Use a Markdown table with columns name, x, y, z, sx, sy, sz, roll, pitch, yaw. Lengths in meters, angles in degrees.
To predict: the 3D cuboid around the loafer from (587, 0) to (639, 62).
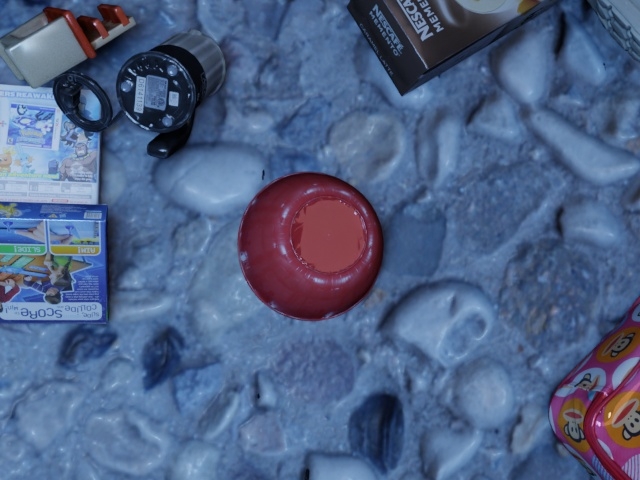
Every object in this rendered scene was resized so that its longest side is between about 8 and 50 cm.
| name | x | y | z | sx | sy | sz | roll | pitch | yaw |
| --- | --- | --- | --- | --- | --- | --- | --- | --- | --- |
| loafer | 0.364 | -0.368 | 0.951 | 0.111 | 0.112 | 0.319 | -35 | 76 | 8 |

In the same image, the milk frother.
| name | x | y | z | sx | sy | sz | roll | pitch | yaw |
| --- | --- | --- | --- | --- | --- | --- | --- | --- | --- |
| milk frother | -0.195 | -0.172 | 0.821 | 0.143 | 0.135 | 0.129 | 28 | 114 | -6 |

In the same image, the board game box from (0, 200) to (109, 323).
| name | x | y | z | sx | sy | sz | roll | pitch | yaw |
| --- | --- | --- | --- | --- | --- | --- | --- | --- | --- |
| board game box | -0.324 | 0.025 | 0.778 | 0.201 | 0.035 | 0.136 | 2 | 123 | -12 |

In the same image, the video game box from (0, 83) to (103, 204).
| name | x | y | z | sx | sy | sz | roll | pitch | yaw |
| --- | --- | --- | --- | --- | --- | --- | --- | --- | --- |
| video game box | -0.346 | -0.076 | 0.821 | 0.205 | 0.048 | 0.187 | 2 | 84 | -12 |

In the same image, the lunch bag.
| name | x | y | z | sx | sy | sz | roll | pitch | yaw |
| --- | --- | --- | --- | --- | --- | --- | --- | --- | --- |
| lunch bag | 0.455 | 0.209 | 0.925 | 0.293 | 0.120 | 0.258 | -45 | 97 | -12 |

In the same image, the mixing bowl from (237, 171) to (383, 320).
| name | x | y | z | sx | sy | sz | roll | pitch | yaw |
| --- | --- | --- | --- | --- | --- | --- | --- | --- | --- |
| mixing bowl | 0.000 | 0.000 | 0.859 | 0.181 | 0.098 | 0.182 | 2 | 82 | -13 |

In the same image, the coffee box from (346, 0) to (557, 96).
| name | x | y | z | sx | sy | sz | roll | pitch | yaw |
| --- | --- | --- | --- | --- | --- | --- | --- | --- | --- |
| coffee box | 0.176 | -0.308 | 0.936 | 0.246 | 0.098 | 0.141 | -33 | 91 | -14 |

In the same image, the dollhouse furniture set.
| name | x | y | z | sx | sy | sz | roll | pitch | yaw |
| --- | --- | --- | --- | --- | --- | --- | --- | --- | --- |
| dollhouse furniture set | -0.322 | -0.301 | 0.765 | 0.135 | 0.262 | 0.259 | -40 | 124 | -16 |
